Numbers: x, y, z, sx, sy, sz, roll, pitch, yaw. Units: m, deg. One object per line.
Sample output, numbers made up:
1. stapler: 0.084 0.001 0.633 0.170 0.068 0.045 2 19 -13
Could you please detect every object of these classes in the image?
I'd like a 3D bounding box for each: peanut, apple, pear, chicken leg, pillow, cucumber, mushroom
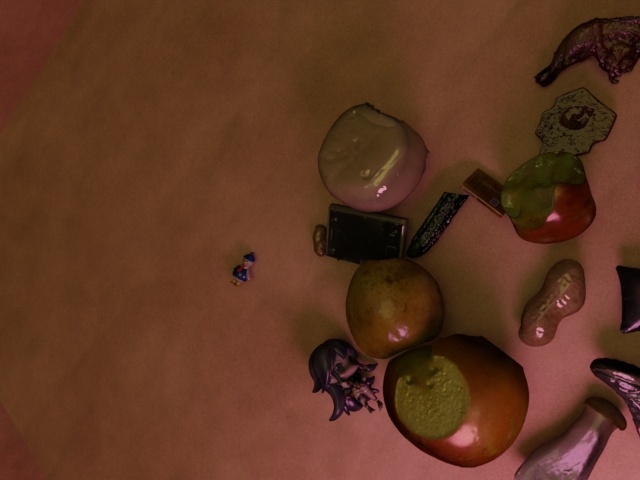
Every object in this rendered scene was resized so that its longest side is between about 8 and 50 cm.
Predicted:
1. peanut: 0.000 0.000 1.750 0.054 0.054 0.112 -5 85 23
2. peanut: 0.661 0.183 1.430 0.125 0.111 0.274 30 103 6
3. apple: 0.616 -0.110 1.384 0.227 0.246 0.246 -20 80 24
4. pear: 0.212 0.193 1.518 0.304 0.304 0.303 -1 87 23
5. chicken leg: 0.779 -0.531 1.426 0.323 0.083 0.177 3 104 21
6. pillow: 0.918 0.153 1.318 0.250 0.106 0.185 -3 79 21
7. apple: 0.375 0.418 1.404 0.384 0.374 0.374 31 100 7
8. cucumber: 0.360 -0.047 1.584 0.077 0.077 0.265 36 102 21
9. mushroom: 0.690 0.573 1.382 0.159 0.122 0.328 30 98 -16

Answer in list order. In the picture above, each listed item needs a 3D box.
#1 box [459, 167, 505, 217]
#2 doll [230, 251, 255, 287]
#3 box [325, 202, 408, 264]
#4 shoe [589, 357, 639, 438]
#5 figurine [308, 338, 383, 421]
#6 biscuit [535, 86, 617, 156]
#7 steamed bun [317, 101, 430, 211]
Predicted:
1. box: 0.511 -0.146 1.530 0.156 0.022 0.089 40 75 19
2. doll: -0.283 0.104 1.865 0.099 0.058 0.142 34 96 31
3. box: 0.146 -0.003 1.657 0.271 0.045 0.210 15 115 23
4. shoe: 0.858 0.443 1.324 0.337 0.132 0.170 26 100 16
5. figurine: 0.072 0.450 1.638 0.197 0.175 0.264 -29 69 24
6. biscuit: 0.721 -0.323 1.461 0.215 0.034 0.182 -45 71 17
7. steamed bun: 0.167 -0.242 1.589 0.312 0.233 0.334 -51 52 14
